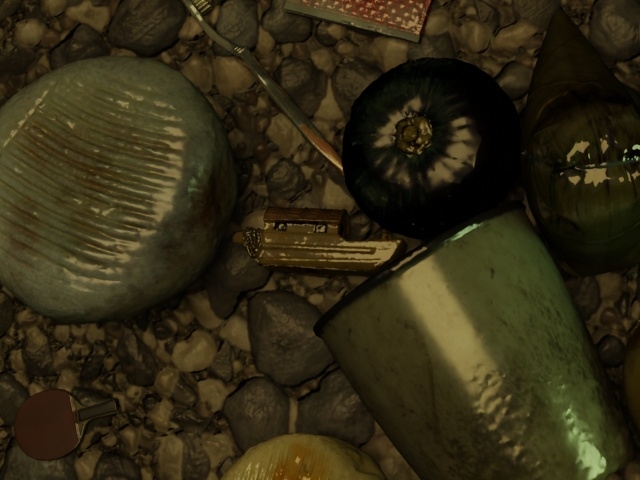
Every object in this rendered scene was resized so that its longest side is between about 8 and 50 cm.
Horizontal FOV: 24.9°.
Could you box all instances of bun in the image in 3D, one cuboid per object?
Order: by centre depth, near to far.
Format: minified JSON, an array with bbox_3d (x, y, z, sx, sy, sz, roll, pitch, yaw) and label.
[{"bbox_3d":[-0.021,0.364,1.789,0.244,0.153,0.244,-12,60,22],"label":"bun"},{"bbox_3d":[-0.275,-0.065,1.892,0.362,0.211,0.362,-3,81,18],"label":"bun"}]

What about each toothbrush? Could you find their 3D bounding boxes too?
[{"bbox_3d":[-0.079,-0.220,1.958,0.037,0.028,0.375,-39,73,-1],"label":"toothbrush"}]

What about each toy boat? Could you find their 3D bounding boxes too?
[{"bbox_3d":[0.000,0.000,1.882,0.226,0.068,0.088,1,76,16],"label":"toy boat"}]

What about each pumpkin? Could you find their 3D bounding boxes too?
[{"bbox_3d":[0.139,-0.113,1.812,0.233,0.163,0.233,-3,79,16],"label":"pumpkin"}]

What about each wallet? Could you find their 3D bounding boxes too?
[{"bbox_3d":[0.056,-0.334,1.944,0.196,0.020,0.103,16,87,17],"label":"wallet"}]

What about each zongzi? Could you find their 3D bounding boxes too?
[{"bbox_3d":[0.307,-0.163,1.696,0.160,0.323,0.360,-7,75,6],"label":"zongzi"}]

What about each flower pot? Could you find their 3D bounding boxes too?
[{"bbox_3d":[0.194,0.164,1.703,0.293,0.293,0.330,-32,82,9],"label":"flower pot"}]

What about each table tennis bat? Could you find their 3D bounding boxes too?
[{"bbox_3d":[-0.345,0.244,1.966,0.158,0.014,0.095,-18,76,14],"label":"table tennis bat"}]

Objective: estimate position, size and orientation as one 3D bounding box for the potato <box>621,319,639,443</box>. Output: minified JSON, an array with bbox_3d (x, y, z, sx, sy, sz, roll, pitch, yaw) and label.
[{"bbox_3d":[0.448,0.202,1.646,0.202,0.218,0.351,-3,79,14],"label":"potato"}]

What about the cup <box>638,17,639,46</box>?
[{"bbox_3d":[0.523,-0.180,1.630,0.323,0.327,0.237,25,88,18],"label":"cup"}]
